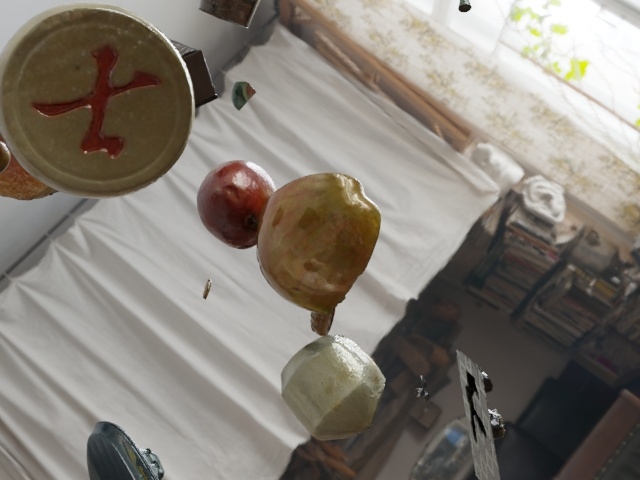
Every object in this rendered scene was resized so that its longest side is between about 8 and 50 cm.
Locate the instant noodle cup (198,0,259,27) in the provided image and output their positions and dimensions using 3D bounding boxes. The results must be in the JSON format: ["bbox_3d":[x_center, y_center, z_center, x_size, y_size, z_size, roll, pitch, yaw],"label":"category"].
[{"bbox_3d":[-0.277,-0.802,2.118,0.217,0.218,0.207,-14,-53,-68],"label":"instant noodle cup"}]

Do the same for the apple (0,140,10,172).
[{"bbox_3d":[-0.620,-0.154,1.234,0.084,0.084,0.071,-8,-74,-70],"label":"apple"}]

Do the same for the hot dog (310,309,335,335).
[{"bbox_3d":[0.015,0.177,1.893,0.268,0.072,0.115,99,-169,-52],"label":"hot dog"}]

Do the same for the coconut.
[{"bbox_3d":[0.041,0.374,1.667,0.245,0.247,0.245,-36,-21,-17],"label":"coconut"}]

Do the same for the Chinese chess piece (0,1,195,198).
[{"bbox_3d":[-0.392,-0.242,1.175,0.338,0.338,0.140,-51,24,-7],"label":"Chinese chess piece"}]

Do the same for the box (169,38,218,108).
[{"bbox_3d":[-0.451,-0.478,1.967,0.188,0.252,0.153,-29,-55,-18],"label":"box"}]

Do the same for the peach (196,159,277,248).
[{"bbox_3d":[-0.231,-0.096,1.912,0.238,0.280,0.281,-8,-28,-10],"label":"peach"}]

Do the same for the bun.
[{"bbox_3d":[-0.750,-0.252,1.695,0.164,0.299,0.298,-76,12,-58],"label":"bun"}]

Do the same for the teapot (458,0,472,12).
[{"bbox_3d":[0.326,-0.569,1.524,0.042,0.043,0.110,91,-178,-67],"label":"teapot"}]

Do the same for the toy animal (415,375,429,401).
[{"bbox_3d":[0.280,0.421,1.863,0.050,0.028,0.084,-30,-65,-27],"label":"toy animal"}]

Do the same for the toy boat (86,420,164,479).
[{"bbox_3d":[-0.352,0.463,1.250,0.114,0.296,0.122,-46,-27,17],"label":"toy boat"}]

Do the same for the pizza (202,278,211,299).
[{"bbox_3d":[-0.369,0.159,2.178,0.037,0.016,0.083,-40,33,43],"label":"pizza"}]

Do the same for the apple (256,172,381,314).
[{"bbox_3d":[0.000,0.000,1.623,0.252,0.314,0.309,-26,-16,-35],"label":"apple"}]

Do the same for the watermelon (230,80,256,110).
[{"bbox_3d":[-0.240,-0.451,2.089,0.084,0.072,0.092,-141,55,-65],"label":"watermelon"}]

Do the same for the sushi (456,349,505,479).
[{"bbox_3d":[0.329,0.357,1.309,0.043,0.279,0.192,-11,2,-3],"label":"sushi"}]
